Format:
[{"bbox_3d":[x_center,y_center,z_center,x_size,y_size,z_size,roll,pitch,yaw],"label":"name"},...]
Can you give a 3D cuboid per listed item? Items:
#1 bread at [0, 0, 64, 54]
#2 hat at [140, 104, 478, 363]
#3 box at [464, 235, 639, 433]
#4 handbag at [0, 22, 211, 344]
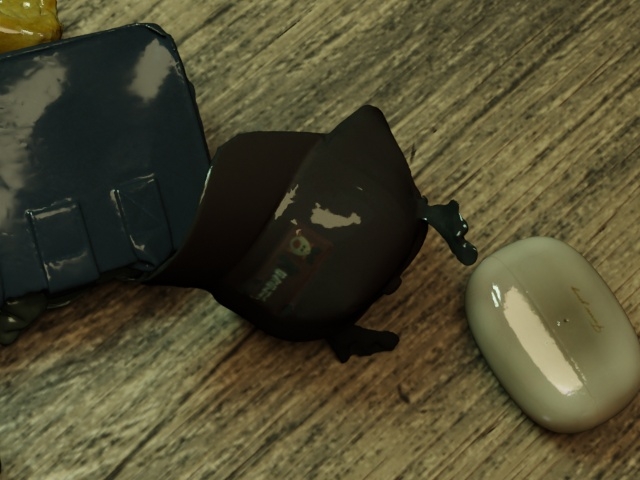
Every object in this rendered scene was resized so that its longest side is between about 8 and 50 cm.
[{"bbox_3d":[-0.446,-0.225,1.693,0.381,0.109,0.185,-1,42,-11],"label":"bread"},{"bbox_3d":[0.005,0.020,1.580,0.209,0.238,0.336,44,30,16],"label":"hat"},{"bbox_3d":[0.231,0.092,1.688,0.146,0.088,0.200,-27,75,-18],"label":"box"},{"bbox_3d":[-0.266,-0.046,1.619,0.326,0.118,0.269,-16,94,-19],"label":"handbag"}]
